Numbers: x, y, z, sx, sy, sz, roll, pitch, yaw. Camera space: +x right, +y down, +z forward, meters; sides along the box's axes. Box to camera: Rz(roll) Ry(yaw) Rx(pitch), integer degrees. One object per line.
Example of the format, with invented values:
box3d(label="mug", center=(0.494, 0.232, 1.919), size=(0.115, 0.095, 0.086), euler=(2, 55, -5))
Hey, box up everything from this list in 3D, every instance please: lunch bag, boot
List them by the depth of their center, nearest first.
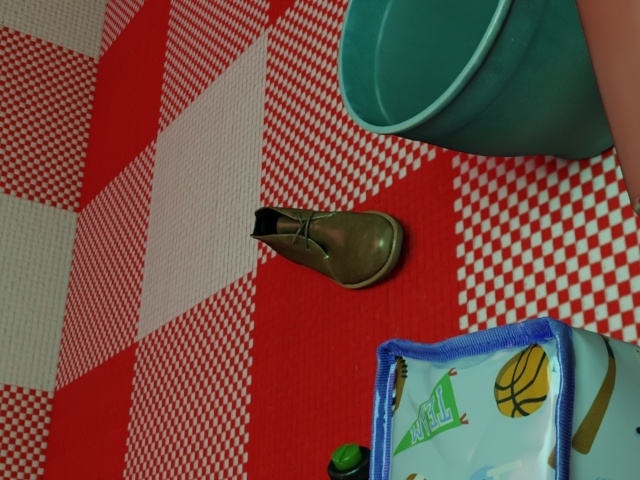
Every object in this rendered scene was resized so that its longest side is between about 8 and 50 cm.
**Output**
box3d(label="lunch bag", center=(0.208, 0.276, 0.666), size=(0.239, 0.328, 0.385), euler=(-20, 58, 56))
box3d(label="boot", center=(0.000, 0.000, 1.351), size=(0.305, 0.115, 0.112), euler=(5, 78, 58))

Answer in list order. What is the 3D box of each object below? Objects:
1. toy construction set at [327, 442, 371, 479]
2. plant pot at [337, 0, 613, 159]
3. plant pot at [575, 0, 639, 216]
box3d(label="toy construction set", center=(0.059, 0.391, 1.005), size=(0.237, 0.257, 0.309), euler=(66, 175, -16))
box3d(label="plant pot", center=(0.197, -0.201, 0.979), size=(0.271, 0.255, 0.272), euler=(-34, 48, 47))
box3d(label="plant pot", center=(0.334, -0.148, 0.745), size=(0.275, 0.275, 0.243), euler=(-16, 72, 56))
